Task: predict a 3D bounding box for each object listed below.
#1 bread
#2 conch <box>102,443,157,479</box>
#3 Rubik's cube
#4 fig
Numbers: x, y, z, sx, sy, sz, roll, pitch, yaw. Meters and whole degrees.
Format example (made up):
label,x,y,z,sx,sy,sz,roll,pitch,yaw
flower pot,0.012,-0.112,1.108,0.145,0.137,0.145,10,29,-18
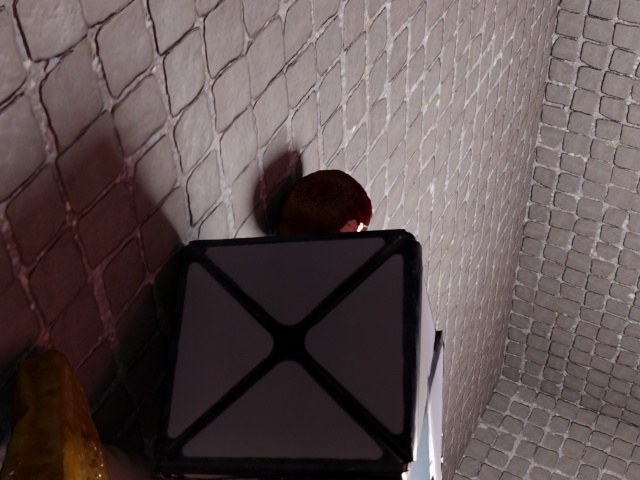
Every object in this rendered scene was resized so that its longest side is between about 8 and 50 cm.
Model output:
label,x,y,z,sx,sy,sz,roll,pitch,yaw
bread,-0.243,0.208,0.843,0.271,0.077,0.139,-115,-170,-61
conch,-0.230,0.321,1.086,0.158,0.127,0.255,-63,158,-18
Rubik's cube,-0.008,0.192,1.167,0.305,0.307,0.310,72,19,-58
fig,0.000,0.000,1.405,0.146,0.134,0.201,-38,151,-40
